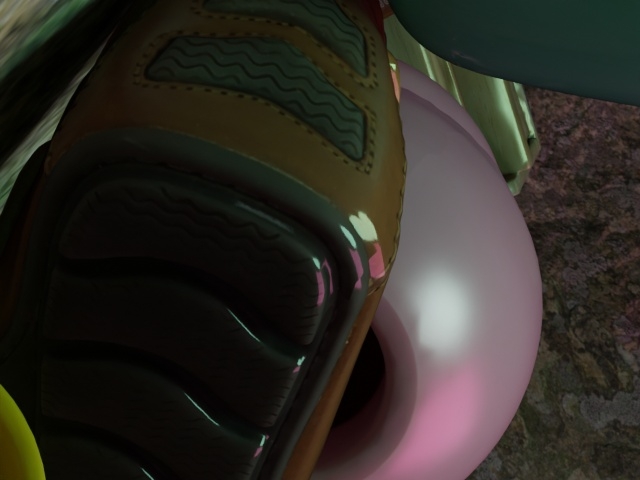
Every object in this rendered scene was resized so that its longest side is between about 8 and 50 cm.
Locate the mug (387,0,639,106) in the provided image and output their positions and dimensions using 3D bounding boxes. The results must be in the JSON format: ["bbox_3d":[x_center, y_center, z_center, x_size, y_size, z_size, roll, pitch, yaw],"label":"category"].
[{"bbox_3d":[0.068,-0.120,0.542,0.129,0.097,0.157,-17,118,-75],"label":"mug"}]

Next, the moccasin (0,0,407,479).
[{"bbox_3d":[-0.070,0.055,0.654,0.147,0.139,0.380,-72,-179,-46],"label":"moccasin"}]

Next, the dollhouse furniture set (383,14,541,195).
[{"bbox_3d":[0.222,-0.134,1.215,0.394,0.362,0.256,-15,-167,17],"label":"dollhouse furniture set"}]

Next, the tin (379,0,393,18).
[{"bbox_3d":[0.052,-0.133,0.824,0.106,0.040,0.190,-38,-171,-33],"label":"tin"}]

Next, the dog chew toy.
[{"bbox_3d":[0.000,0.000,0.932,0.206,0.206,0.332,-46,-171,18],"label":"dog chew toy"}]

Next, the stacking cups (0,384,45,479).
[{"bbox_3d":[-0.177,0.126,0.608,0.096,0.096,0.316,-47,-178,-37],"label":"stacking cups"}]
